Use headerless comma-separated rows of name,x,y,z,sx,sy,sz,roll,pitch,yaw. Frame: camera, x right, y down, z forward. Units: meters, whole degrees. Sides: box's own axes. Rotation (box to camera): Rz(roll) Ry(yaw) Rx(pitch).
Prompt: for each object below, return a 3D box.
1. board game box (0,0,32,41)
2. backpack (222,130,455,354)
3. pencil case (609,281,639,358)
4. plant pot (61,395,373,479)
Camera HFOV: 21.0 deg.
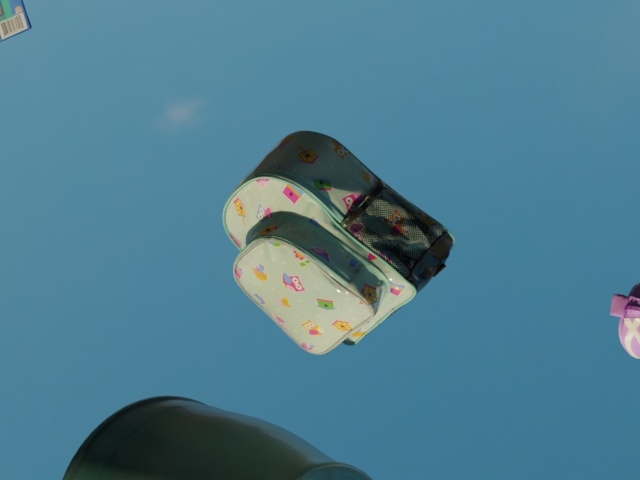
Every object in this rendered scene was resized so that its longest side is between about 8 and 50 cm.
board game box,-0.419,-0.291,1.889,0.160,0.210,0.047,-27,-132,-16
backpack,0.000,0.000,1.578,0.144,0.188,0.166,-42,180,-33
pencil case,0.381,0.083,1.613,0.206,0.088,0.086,3,-98,41
plant pot,-0.074,0.289,1.648,0.255,0.271,0.271,-2,-138,46
